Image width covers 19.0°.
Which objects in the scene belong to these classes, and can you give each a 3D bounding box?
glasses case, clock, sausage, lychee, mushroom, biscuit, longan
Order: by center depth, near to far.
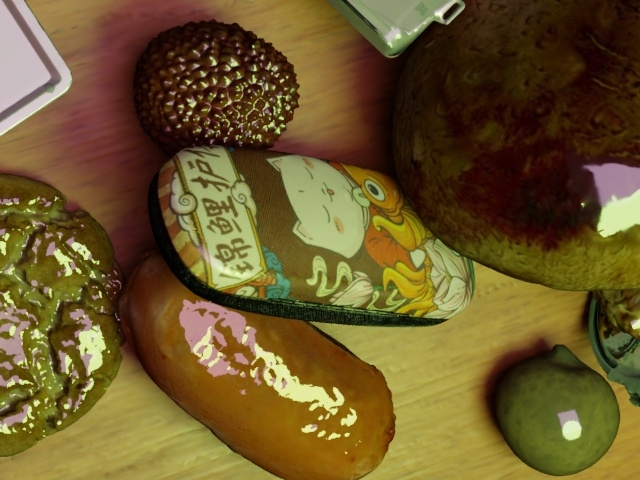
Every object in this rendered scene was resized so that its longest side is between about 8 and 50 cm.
[{"bbox_3d":[-0.300,-0.163,1.446,0.150,0.063,0.197,-36,107,-12],"label":"clock"},{"bbox_3d":[-0.080,-0.115,1.499,0.129,0.123,0.123,-15,102,9],"label":"lychee"},{"bbox_3d":[0.000,0.000,1.500,0.321,0.082,0.122,8,57,-44],"label":"glasses case"},{"bbox_3d":[-0.252,0.060,1.501,0.225,0.042,0.226,-2,96,-19],"label":"biscuit"},{"bbox_3d":[-0.050,0.105,1.533,0.258,0.133,0.133,40,83,-20],"label":"sausage"},{"bbox_3d":[0.235,-0.109,1.539,0.345,0.239,0.345,12,65,-26],"label":"mushroom"},{"bbox_3d":[0.204,0.146,1.644,0.113,0.092,0.113,0,81,-3],"label":"longan"}]

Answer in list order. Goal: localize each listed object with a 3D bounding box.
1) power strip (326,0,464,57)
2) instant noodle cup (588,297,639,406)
[{"bbox_3d":[0.003,-0.267,1.506,0.279,0.037,0.109,44,80,3],"label":"power strip"},{"bbox_3d":[0.339,0.068,1.649,0.125,0.177,0.208,30,78,-32],"label":"instant noodle cup"}]
